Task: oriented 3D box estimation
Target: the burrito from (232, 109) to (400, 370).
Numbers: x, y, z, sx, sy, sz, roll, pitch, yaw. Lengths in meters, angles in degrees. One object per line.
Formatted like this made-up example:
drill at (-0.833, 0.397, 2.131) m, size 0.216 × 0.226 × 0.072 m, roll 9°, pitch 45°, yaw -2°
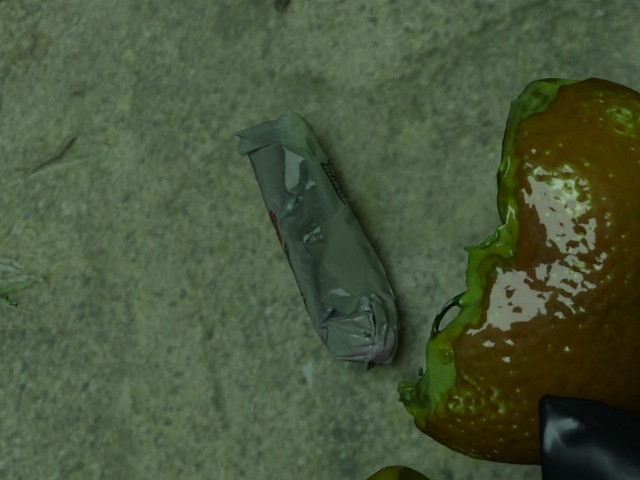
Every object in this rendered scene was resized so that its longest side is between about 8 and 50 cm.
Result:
burrito at (0.001, -0.001, 1.245) m, size 0.064 × 0.064 × 0.203 m, roll -34°, pitch 61°, yaw 17°

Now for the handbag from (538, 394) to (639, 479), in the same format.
handbag at (0.230, 0.205, 0.997) m, size 0.254 × 0.211 × 0.089 m, roll 26°, pitch 54°, yaw 33°

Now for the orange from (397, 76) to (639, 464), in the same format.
orange at (0.155, 0.029, 1.081) m, size 0.158 × 0.179 × 0.237 m, roll 27°, pitch 98°, yaw 16°

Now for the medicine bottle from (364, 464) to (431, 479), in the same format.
medicine bottle at (0.001, 0.245, 1.140) m, size 0.212 × 0.122 × 0.122 m, roll -39°, pitch 62°, yaw 15°
